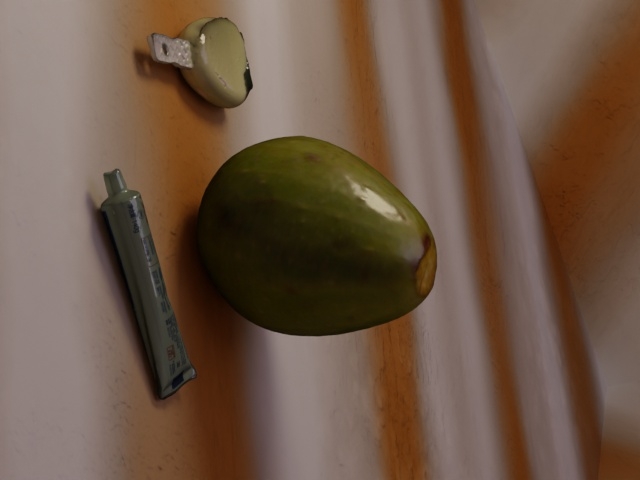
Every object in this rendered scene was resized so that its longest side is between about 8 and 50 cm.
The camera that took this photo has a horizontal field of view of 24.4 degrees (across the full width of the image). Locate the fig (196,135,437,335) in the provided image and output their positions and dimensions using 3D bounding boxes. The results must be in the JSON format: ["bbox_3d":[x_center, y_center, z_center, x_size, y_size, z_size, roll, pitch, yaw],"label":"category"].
[{"bbox_3d":[0.000,0.000,1.867,0.258,0.326,0.258,-20,117,-46],"label":"fig"}]

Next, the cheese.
[{"bbox_3d":[-0.166,-0.245,1.964,0.251,0.054,0.127,-1,77,-68],"label":"cheese"}]

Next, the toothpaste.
[{"bbox_3d":[-0.199,0.047,1.690,0.069,0.047,0.268,-100,174,-77],"label":"toothpaste"}]
